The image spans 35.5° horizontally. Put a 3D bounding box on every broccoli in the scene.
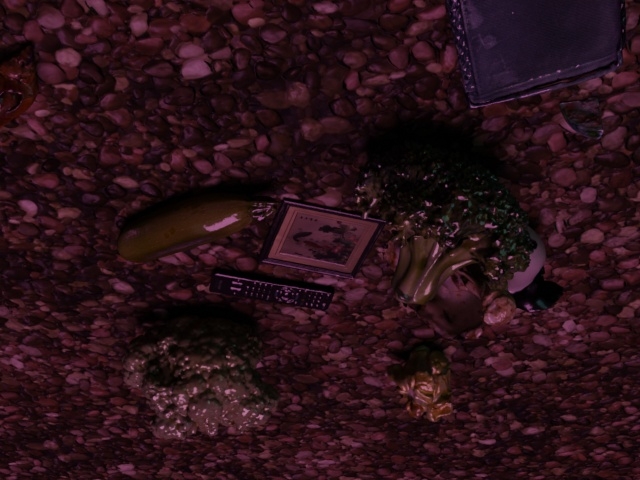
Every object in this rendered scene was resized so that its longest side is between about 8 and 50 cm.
[{"bbox_3d":[0.203,-0.032,1.599,0.235,0.288,0.260,-33,149,-19],"label":"broccoli"}]

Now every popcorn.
[{"bbox_3d":[0.226,0.297,2.129,0.162,0.135,0.141,37,129,21],"label":"popcorn"}]

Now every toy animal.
[{"bbox_3d":[0.341,0.040,1.784,0.166,0.138,0.179,-15,134,5],"label":"toy animal"}]

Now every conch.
[{"bbox_3d":[-0.494,-0.207,1.509,0.232,0.086,0.080,-31,133,33],"label":"conch"}]

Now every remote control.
[{"bbox_3d":[-0.094,0.096,1.957,0.245,0.025,0.063,10,141,-11],"label":"remote control"}]

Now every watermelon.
[{"bbox_3d":[0.416,-0.192,1.546,0.085,0.085,0.061,21,110,-24],"label":"watermelon"}]

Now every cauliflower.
[{"bbox_3d":[-0.246,0.300,2.043,0.327,0.260,0.281,23,139,6],"label":"cauliflower"}]

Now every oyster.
[{"bbox_3d":[0.225,0.073,1.759,0.094,0.294,0.166,-21,141,-30],"label":"oyster"}]

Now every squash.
[{"bbox_3d":[-0.224,-0.031,1.741,0.341,0.094,0.094,-16,140,26],"label":"squash"}]

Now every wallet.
[{"bbox_3d":[0.281,-0.338,1.324,0.237,0.075,0.342,-13,139,9],"label":"wallet"}]

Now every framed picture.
[{"bbox_3d":[0.000,0.000,1.836,0.195,0.010,0.199,11,142,-13],"label":"framed picture"}]
